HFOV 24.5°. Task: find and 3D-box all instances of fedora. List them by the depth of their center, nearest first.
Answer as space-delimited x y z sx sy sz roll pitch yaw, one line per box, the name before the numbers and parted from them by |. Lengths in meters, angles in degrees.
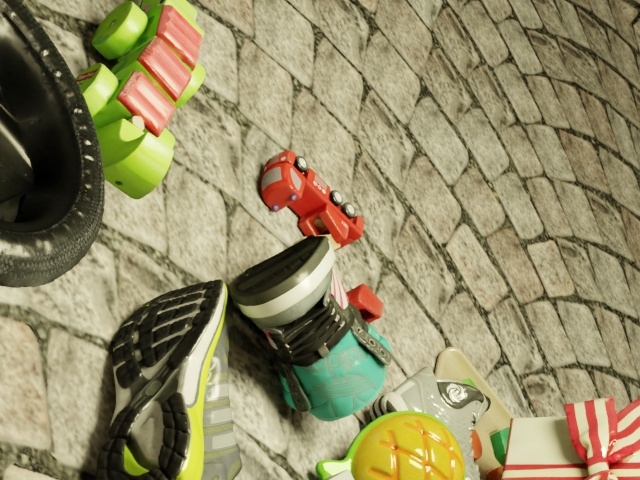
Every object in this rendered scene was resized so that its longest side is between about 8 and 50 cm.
fedora | -0.329 -0.091 1.167 0.334 0.152 0.334 37 37 -35

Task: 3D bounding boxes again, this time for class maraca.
maraca | 0.073 0.251 1.540 0.186 0.099 0.127 -24 81 -29

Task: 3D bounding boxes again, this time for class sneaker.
sneaker | -0.125 0.157 1.341 0.300 0.111 0.121 -81 150 -46
sneaker | -0.006 0.098 1.478 0.178 0.124 0.295 61 3 -3
sneaker | 0.167 0.240 1.667 0.132 0.086 0.228 -38 98 -33

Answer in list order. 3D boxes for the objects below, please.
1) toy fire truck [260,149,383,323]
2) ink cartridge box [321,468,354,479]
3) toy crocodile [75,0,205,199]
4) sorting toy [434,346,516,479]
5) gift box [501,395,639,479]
toy fire truck | 0.000 0.000 1.701 0.192 0.047 0.135 43 35 -26
ink cartridge box | 0.011 0.325 1.408 0.127 0.072 0.175 -16 78 -60
toy crocodile | -0.178 -0.166 1.514 0.115 0.105 0.340 46 32 -24
sorting toy | 0.197 0.251 1.794 0.193 0.038 0.208 51 31 -17
gift box | 0.343 0.327 1.643 0.255 0.276 0.258 -77 156 -56
